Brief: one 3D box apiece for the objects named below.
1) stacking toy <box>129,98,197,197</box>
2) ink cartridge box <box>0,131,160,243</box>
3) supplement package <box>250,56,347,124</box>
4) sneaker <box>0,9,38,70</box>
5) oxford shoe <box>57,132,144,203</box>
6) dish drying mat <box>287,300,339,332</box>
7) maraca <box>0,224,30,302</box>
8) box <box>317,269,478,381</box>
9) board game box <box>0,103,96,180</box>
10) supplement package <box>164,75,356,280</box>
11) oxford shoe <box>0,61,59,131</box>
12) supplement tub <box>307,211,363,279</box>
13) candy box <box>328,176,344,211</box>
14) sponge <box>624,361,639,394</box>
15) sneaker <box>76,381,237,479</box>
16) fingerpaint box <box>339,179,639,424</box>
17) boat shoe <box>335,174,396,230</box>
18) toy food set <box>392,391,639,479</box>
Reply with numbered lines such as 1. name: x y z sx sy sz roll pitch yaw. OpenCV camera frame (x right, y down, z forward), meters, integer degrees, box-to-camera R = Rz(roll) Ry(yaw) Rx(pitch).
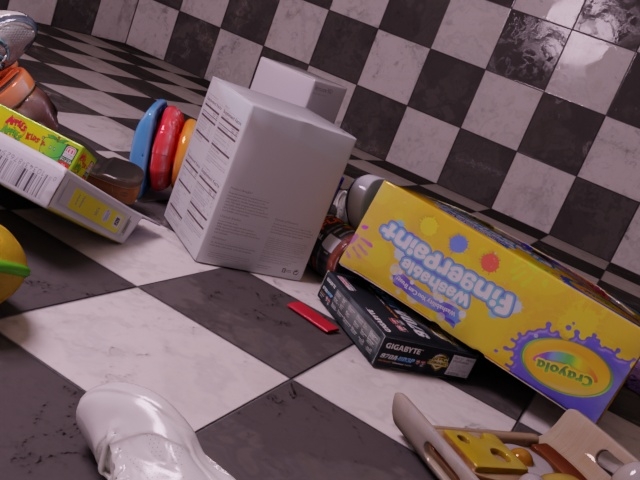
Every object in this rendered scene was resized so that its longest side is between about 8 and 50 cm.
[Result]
1. stacking toy: -0.193 -0.149 1.399 0.301 0.175 0.166 12 17 -5
2. ink cartridge box: -0.426 -0.094 1.089 0.303 0.072 0.307 25 -10 15
3. supplement package: -0.088 -0.291 1.900 0.175 0.293 0.177 28 17 25
4. sneaker: -0.637 -0.314 1.367 0.122 0.283 0.110 47 -12 36
5. oxford shoe: -0.407 -0.118 1.264 0.212 0.076 0.076 25 41 3
6. dish drying mat: -0.011 0.115 1.113 0.083 0.008 0.032 32 18 32
7. maraca: -0.371 0.024 0.767 0.127 0.099 0.185 16 -10 -30
8. box: 0.114 0.130 1.152 0.175 0.051 0.220 15 16 -27
9. board game box: -0.443 -0.157 1.140 0.181 0.043 0.092 27 -8 -1
10. supplement package: -0.109 -0.104 1.253 0.199 0.263 0.198 13 17 -32
11. oxford shoe: -0.619 -0.275 1.506 0.133 0.130 0.363 50 -9 -33
12. supplement tub: 0.000 0.000 1.351 0.106 0.106 0.198 6 21 -46
13. candy box: -0.130 -0.134 1.618 0.268 0.122 0.317 27 14 15
14. sponge: 0.645 0.284 1.400 0.210 0.031 0.117 32 18 35
15. sneaker: -0.135 0.186 0.565 0.212 0.080 0.094 31 29 29
16. fingerpaint box: 0.309 0.085 1.233 0.444 0.163 0.371 33 11 23
17. boat shoe: 0.089 -0.048 1.493 0.156 0.136 0.367 20 -6 26
18. toy food set: 0.250 0.250 0.834 0.306 0.092 0.220 13 17 -31
